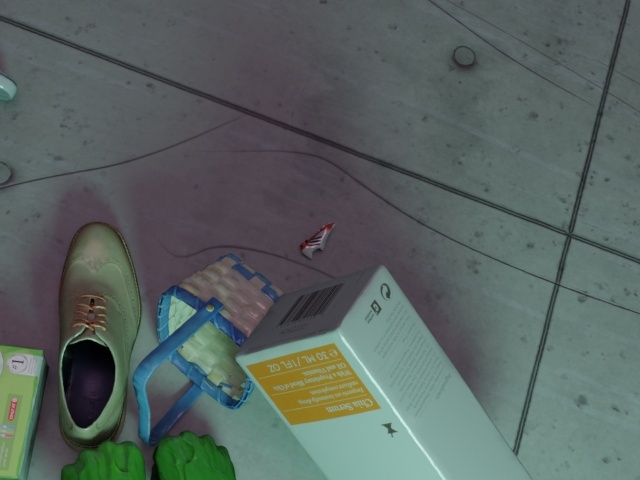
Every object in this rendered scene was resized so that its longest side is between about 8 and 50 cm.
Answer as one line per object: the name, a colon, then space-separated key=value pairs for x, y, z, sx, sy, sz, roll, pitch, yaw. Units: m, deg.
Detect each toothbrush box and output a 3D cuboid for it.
toothbrush box: x=-0.592 y=0.265 z=1.600 sx=0.283 sy=0.122 sz=0.206 roll=8 pitch=69 yaw=-8

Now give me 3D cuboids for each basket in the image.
basket: x=-0.191 y=0.179 z=1.636 sx=0.201 sy=0.255 sz=0.289 roll=39 pitch=60 yaw=17

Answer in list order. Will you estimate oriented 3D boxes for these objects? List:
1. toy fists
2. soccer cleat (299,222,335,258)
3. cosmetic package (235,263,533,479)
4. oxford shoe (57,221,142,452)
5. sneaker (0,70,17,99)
toy fists: x=-0.266 y=0.381 z=1.593 sx=0.279 sy=0.096 sz=0.142 roll=-3 pitch=61 yaw=-25
soccer cleat: x=0.000 y=0.000 z=1.859 sx=0.083 sy=0.029 sz=0.035 roll=-40 pitch=90 yaw=-18
cosmetic package: x=0.103 y=0.278 z=1.555 sx=0.453 sy=0.230 sz=0.161 roll=54 pitch=44 yaw=-16
oxford shoe: x=-0.365 y=0.142 z=1.673 sx=0.140 sy=0.146 sz=0.397 roll=-2 pitch=70 yaw=-10
sneaker: x=-0.654 y=-0.344 z=1.829 sx=0.258 sy=0.094 sz=0.091 roll=28 pitch=72 yaw=1
